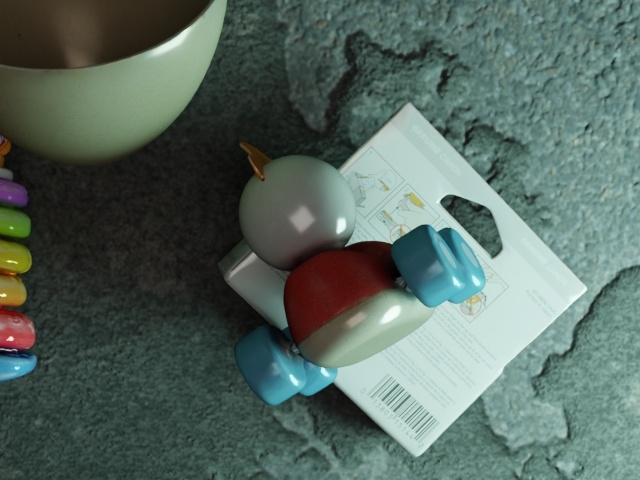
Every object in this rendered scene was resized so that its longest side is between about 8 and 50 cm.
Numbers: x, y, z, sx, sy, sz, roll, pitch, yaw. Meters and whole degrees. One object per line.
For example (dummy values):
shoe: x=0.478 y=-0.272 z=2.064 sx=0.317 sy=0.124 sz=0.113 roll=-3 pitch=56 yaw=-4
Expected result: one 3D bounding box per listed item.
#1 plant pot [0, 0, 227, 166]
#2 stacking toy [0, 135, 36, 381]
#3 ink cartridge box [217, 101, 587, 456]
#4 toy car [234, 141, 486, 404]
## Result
plant pot: x=-0.220 y=-0.180 z=1.440 sx=0.284 sy=0.284 sz=0.191 roll=-11 pitch=138 yaw=-8
stacking toy: x=-0.338 y=-0.018 z=1.512 sx=0.175 sy=0.166 sz=0.301 roll=11 pitch=87 yaw=-4
ink cartridge box: x=0.087 y=0.039 z=1.638 sx=0.261 sy=0.066 sz=0.296 roll=-44 pitch=108 yaw=3
toy car: x=0.000 y=0.000 z=1.508 sx=0.219 sy=0.210 sz=0.238 roll=-32 pitch=81 yaw=14
